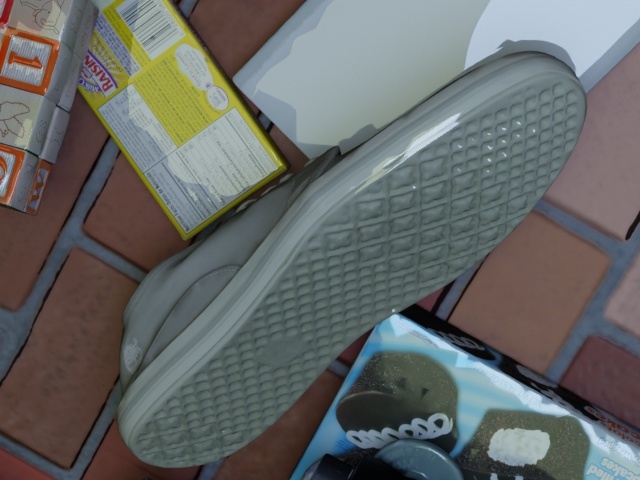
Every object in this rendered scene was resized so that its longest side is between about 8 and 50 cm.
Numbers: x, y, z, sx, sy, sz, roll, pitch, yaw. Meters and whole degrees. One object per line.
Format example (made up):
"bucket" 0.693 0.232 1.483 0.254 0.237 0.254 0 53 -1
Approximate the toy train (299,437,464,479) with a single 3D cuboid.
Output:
"toy train" 0.117 0.288 1.155 0.334 0.142 0.190 26 116 5

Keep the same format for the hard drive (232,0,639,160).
"hard drive" 0.109 -0.162 1.186 0.203 0.040 0.307 45 103 0

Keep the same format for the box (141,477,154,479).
"box" -0.132 0.319 1.251 0.183 0.059 0.232 30 106 -31

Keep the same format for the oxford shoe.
"oxford shoe" 0.000 0.000 1.147 0.449 0.169 0.130 -41 47 25

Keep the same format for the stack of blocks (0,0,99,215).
"stack of blocks" -0.263 -0.185 1.182 0.171 0.087 0.297 15 87 4

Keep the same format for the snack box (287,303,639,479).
"snack box" 0.151 0.203 1.227 0.322 0.060 0.187 29 104 3

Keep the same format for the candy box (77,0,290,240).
"candy box" -0.124 -0.113 1.238 0.105 0.027 0.206 -34 92 15
